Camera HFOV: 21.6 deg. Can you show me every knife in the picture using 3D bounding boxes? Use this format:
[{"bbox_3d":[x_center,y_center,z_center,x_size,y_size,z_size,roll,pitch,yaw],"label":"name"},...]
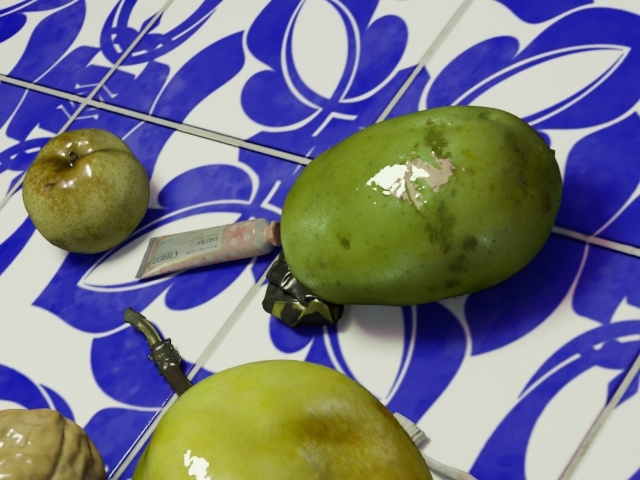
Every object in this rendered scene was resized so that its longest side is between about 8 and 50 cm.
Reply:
[{"bbox_3d":[-0.176,0.142,1.940,0.045,0.021,0.222,-44,47,-9],"label":"knife"}]

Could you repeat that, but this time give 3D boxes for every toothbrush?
[{"bbox_3d":[0.158,0.242,1.634,0.029,0.025,0.307,-40,41,-18],"label":"toothbrush"}]

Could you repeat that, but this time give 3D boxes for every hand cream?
[{"bbox_3d":[-0.135,0.006,2.029,0.209,0.043,0.067,-11,47,32],"label":"hand cream"}]

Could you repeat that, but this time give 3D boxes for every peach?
[{"bbox_3d":[-0.036,0.276,1.533,0.281,0.314,0.316,-51,59,30],"label":"peach"}]

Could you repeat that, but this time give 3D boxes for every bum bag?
[{"bbox_3d":[0.000,0.000,1.930,0.106,0.060,0.232,1,55,22],"label":"bum bag"}]

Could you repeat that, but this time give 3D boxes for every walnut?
[{"bbox_3d":[-0.332,0.286,1.786,0.198,0.198,0.245,8,56,37],"label":"walnut"}]

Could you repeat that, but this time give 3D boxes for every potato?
[{"bbox_3d":[0.106,-0.035,1.787,0.304,0.216,0.216,-5,49,17],"label":"potato"}]

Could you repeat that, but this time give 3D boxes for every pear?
[{"bbox_3d":[-0.297,-0.066,2.122,0.167,0.136,0.167,-14,45,14],"label":"pear"}]
